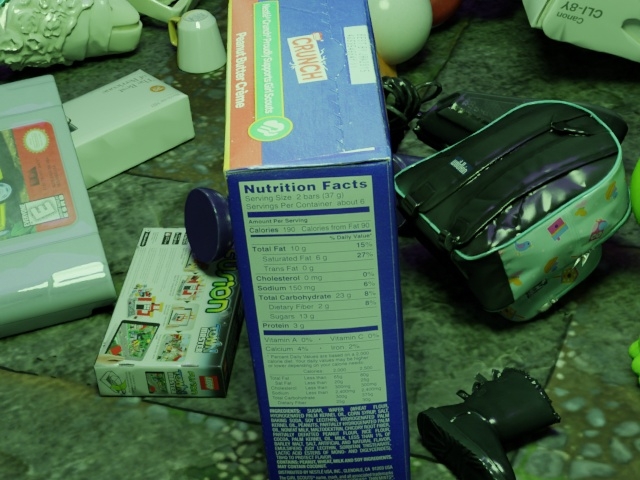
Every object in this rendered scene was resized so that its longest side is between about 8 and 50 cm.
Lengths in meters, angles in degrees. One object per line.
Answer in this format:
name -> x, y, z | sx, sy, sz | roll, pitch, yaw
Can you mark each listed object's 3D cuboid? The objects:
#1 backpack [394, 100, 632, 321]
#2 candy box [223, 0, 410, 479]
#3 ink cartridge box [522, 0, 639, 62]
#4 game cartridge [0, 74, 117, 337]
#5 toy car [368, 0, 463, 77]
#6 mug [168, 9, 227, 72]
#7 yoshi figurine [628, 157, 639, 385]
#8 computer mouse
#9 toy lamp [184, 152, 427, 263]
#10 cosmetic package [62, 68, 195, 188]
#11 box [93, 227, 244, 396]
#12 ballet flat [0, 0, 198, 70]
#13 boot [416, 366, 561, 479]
backpack -> 0.187, -0.033, 1.194 | 0.188, 0.144, 0.166 | -38, 39, -3
candy box -> 0.000, 0.000, 1.033 | 0.122, 0.317, 0.268 | -4, 35, 1
ink cartridge box -> 0.364, -0.388, 1.544 | 0.279, 0.160, 0.385 | 10, 44, -18
game cartridge -> -0.326, -0.035, 1.282 | 0.196, 0.060, 0.294 | -17, 54, -9
toy car -> 0.090, -0.278, 1.574 | 0.219, 0.210, 0.238 | -2, 63, 27
mug -> -0.157, -0.248, 1.618 | 0.078, 0.064, 0.062 | 3, 37, 12
yoshi figurine -> 0.345, 0.027, 1.069 | 0.203, 0.203, 0.362 | -11, 32, 3
computer mouse -> 0.173, -0.097, 1.327 | 0.272, 0.188, 0.072 | 5, 77, -2
toy lamp -> 0.008, -0.037, 1.260 | 0.274, 0.080, 0.080 | -10, 33, -32
cosmetic package -> -0.264, -0.107, 1.436 | 0.239, 0.060, 0.099 | -30, 44, -30
box -> -0.127, 0.061, 1.205 | 0.114, 0.036, 0.207 | 0, 36, 7
ballet flat -> -0.248, -0.315, 1.675 | 0.147, 0.147, 0.409 | 18, 41, 29
boot -> 0.145, 0.153, 1.040 | 0.099, 0.045, 0.121 | -19, 37, -24
